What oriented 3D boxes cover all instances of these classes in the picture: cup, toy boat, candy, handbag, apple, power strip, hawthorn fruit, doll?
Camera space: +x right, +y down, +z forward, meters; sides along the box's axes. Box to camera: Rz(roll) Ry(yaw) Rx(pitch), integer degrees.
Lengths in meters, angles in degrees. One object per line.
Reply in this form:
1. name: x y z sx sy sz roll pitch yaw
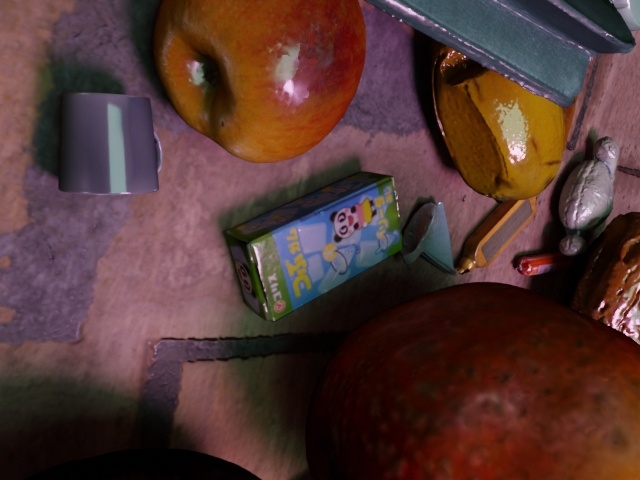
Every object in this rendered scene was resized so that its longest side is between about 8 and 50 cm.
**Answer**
1. cup: -0.169 -0.081 0.456 0.100 0.078 0.077 -23 118 -67
2. toy boat: 0.160 0.004 0.745 0.122 0.034 0.096 31 85 -47
3. candy: 0.000 0.000 0.603 0.194 0.062 0.097 -26 119 -27
4. handbag: 0.130 -0.270 0.496 0.326 0.239 0.089 14 140 -28
5. apple: -0.042 -0.168 0.477 0.173 0.160 0.195 -43 134 -44
6. power strip: 0.260 -0.011 0.808 0.178 0.028 0.049 -44 125 -17
7. hawthorn fruit: 0.193 0.219 0.600 0.402 0.402 0.403 -12 111 -33
8. doll: 0.439 -0.068 0.894 0.103 0.071 0.214 37 73 -49

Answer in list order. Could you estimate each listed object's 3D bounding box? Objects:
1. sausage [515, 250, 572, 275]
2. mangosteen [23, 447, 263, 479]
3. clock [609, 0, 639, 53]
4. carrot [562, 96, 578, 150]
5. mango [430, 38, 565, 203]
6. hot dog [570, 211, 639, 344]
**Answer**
1. sausage: 0.364 0.038 0.895 0.129 0.034 0.034 -6 108 -34
2. mangosteen: -0.135 0.365 0.383 0.382 0.435 0.382 -13 115 -31
3. clock: 0.473 -0.386 0.824 0.148 0.060 0.189 -3 107 -35
4. carrot: 0.358 -0.177 0.820 0.048 0.048 0.216 28 83 -38
5. mango: 0.215 -0.171 0.663 0.167 0.130 0.262 -50 122 -32
6. hot dog: 0.498 0.148 0.897 0.267 0.174 0.388 -23 107 -60
